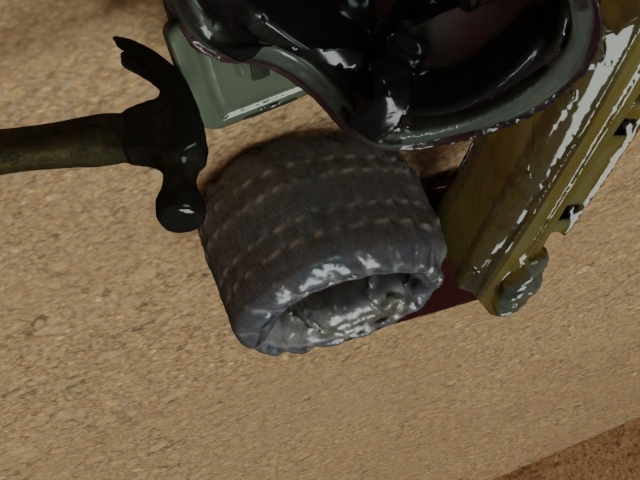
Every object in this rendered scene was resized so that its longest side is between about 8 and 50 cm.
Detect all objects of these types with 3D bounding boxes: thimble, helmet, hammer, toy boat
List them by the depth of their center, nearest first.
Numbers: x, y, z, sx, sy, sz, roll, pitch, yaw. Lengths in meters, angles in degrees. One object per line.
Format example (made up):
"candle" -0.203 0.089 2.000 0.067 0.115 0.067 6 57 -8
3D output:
"helmet" 0.041 -0.228 0.923 0.338 0.197 0.271 34 138 -19
"hammer" -0.304 -0.058 1.061 0.439 0.168 0.044 -8 149 1
"toy boat" 0.249 -0.106 1.416 0.162 0.136 0.445 -8 138 -37
"thimble" 0.000 0.000 1.444 0.236 0.172 0.205 -16 158 -9

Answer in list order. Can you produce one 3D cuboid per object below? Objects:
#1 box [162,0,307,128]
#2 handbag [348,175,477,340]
"box" -0.065 -0.176 1.113 0.124 0.093 0.172 -22 156 -5
"handbag" 0.125 0.019 1.692 0.275 0.084 0.260 -16 154 -15
